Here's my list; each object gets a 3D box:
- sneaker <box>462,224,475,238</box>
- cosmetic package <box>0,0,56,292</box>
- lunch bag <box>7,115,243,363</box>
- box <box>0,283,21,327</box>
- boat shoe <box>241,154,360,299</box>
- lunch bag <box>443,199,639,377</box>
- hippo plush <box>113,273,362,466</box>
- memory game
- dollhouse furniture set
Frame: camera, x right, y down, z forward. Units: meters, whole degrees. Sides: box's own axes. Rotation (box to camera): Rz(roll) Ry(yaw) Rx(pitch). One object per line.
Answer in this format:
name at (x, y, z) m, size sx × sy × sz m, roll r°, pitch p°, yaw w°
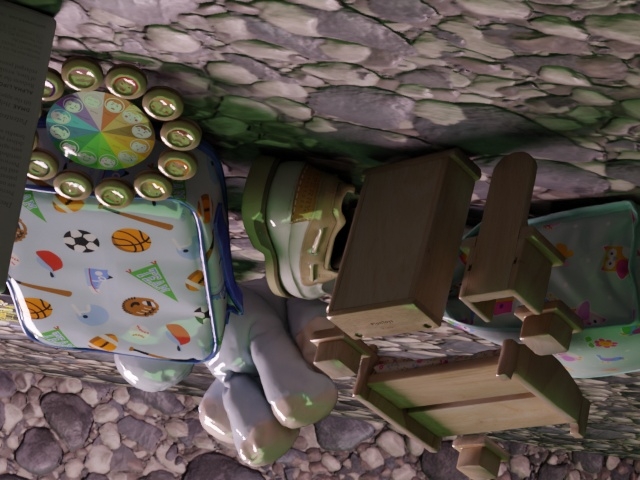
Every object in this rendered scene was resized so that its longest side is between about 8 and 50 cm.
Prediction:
sneaker at (0.157, 0.036, 1.857) m, size 0.115 × 0.090 × 0.232 m, roll 1°, pitch 167°, yaw 11°
cosmetic package at (-0.285, -0.070, 1.305) m, size 0.085 × 0.231 × 0.117 m, roll 14°, pitch 166°, yaw -27°
lunch bag at (-0.200, 0.008, 1.670) m, size 0.243 × 0.115 × 0.303 m, roll 4°, pitch 142°, yaw 6°
box at (-0.352, 0.068, 2.255) m, size 0.394 × 0.097 × 0.318 m, roll 10°, pitch 170°, yaw -12°
boat shoe at (0.000, 0.000, 1.723) m, size 0.103 × 0.113 × 0.302 m, roll 10°, pitch 167°, yaw 14°
lunch bag at (0.266, 0.059, 1.739) m, size 0.262 × 0.160 × 0.223 m, roll -10°, pitch 160°, yaw 36°
hippo plush at (-0.105, 0.092, 1.881) m, size 0.236 × 0.294 × 0.234 m, roll 29°, pitch 157°, yaw -31°
memory game at (-0.197, -0.093, 1.459) m, size 0.186 × 0.012 × 0.186 m, roll 4°, pitch 138°, yaw 3°
dollhouse furniture set at (0.185, 0.079, 1.610) m, size 0.303 × 0.174 × 0.355 m, roll -11°, pitch 142°, yaw 41°
